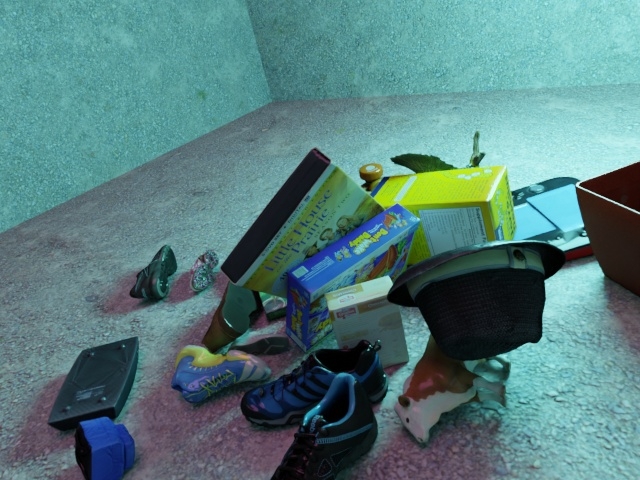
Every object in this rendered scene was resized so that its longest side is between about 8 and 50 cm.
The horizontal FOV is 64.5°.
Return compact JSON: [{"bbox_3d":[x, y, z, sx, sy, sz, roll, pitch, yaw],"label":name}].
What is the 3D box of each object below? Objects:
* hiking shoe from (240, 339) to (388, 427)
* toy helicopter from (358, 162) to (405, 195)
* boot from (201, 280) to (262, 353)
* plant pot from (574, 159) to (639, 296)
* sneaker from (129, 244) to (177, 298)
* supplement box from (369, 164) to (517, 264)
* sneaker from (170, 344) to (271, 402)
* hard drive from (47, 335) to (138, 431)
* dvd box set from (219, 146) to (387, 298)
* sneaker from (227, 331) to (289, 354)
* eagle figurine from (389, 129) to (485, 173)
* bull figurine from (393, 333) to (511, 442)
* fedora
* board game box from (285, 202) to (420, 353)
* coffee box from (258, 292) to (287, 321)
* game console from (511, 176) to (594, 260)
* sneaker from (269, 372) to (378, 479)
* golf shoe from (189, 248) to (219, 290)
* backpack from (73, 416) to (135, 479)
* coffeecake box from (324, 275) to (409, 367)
[{"bbox_3d":[-0.021,0.274,1.017,0.303,0.132,0.113,-15,27,-1],"label":"hiking shoe"},{"bbox_3d":[0.293,-0.166,1.691,0.354,0.140,0.235,-7,31,10],"label":"toy helicopter"},{"bbox_3d":[-0.235,0.185,1.331,0.115,0.112,0.305,-45,8,17],"label":"boot"},{"bbox_3d":[0.738,-0.014,1.076,0.267,0.236,0.267,-18,28,-8],"label":"plant pot"},{"bbox_3d":[-0.538,0.098,1.639,0.106,0.101,0.267,-15,27,5],"label":"sneaker"},{"bbox_3d":[0.320,-0.063,1.377,0.356,0.194,0.195,-1,34,34],"label":"supplement box"},{"bbox_3d":[-0.229,0.311,1.128,0.240,0.091,0.126,1,49,26],"label":"sneaker"},{"bbox_3d":[-0.532,0.342,1.225,0.171,0.054,0.255,-14,27,0],"label":"hard drive"},{"bbox_3d":[0.000,0.000,1.142,0.062,0.420,0.308,41,96,28],"label":"dvd box set"},{"bbox_3d":[-0.149,0.243,1.227,0.152,0.054,0.061,-10,25,10],"label":"sneaker"},{"bbox_3d":[0.365,-0.177,1.537,0.298,0.226,0.225,-19,-4,-23],"label":"eagle figurine"},{"bbox_3d":[0.260,0.248,0.969,0.188,0.101,0.310,4,34,24],"label":"bull figurine"},{"bbox_3d":[0.287,0.122,0.891,0.333,0.334,0.153,-12,66,5],"label":"fedora"},{"bbox_3d":[0.075,0.087,1.205,0.347,0.233,0.078,-32,57,-30],"label":"board game box"},{"bbox_3d":[-0.118,0.128,1.390,0.113,0.040,0.184,-18,43,-7],"label":"coffee box"},{"bbox_3d":[0.626,-0.061,1.412,0.341,0.060,0.387,-13,27,2],"label":"game console"},{"bbox_3d":[-0.025,0.367,0.840,0.125,0.140,0.341,7,36,33],"label":"sneaker"},{"bbox_3d":[-0.377,0.107,1.596,0.086,0.067,0.186,-34,21,21],"label":"golf shoe"},{"bbox_3d":[-0.431,0.412,1.006,0.101,0.098,0.120,1,12,-43],"label":"backpack"},{"bbox_3d":[0.100,0.184,1.070,0.142,0.186,0.068,-15,28,-2],"label":"coffeecake box"}]
